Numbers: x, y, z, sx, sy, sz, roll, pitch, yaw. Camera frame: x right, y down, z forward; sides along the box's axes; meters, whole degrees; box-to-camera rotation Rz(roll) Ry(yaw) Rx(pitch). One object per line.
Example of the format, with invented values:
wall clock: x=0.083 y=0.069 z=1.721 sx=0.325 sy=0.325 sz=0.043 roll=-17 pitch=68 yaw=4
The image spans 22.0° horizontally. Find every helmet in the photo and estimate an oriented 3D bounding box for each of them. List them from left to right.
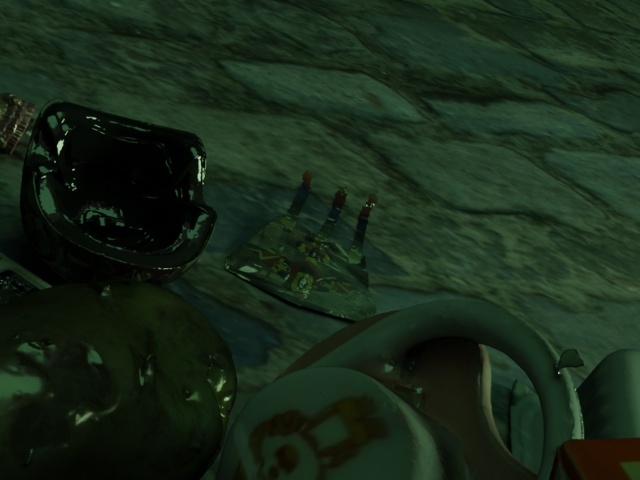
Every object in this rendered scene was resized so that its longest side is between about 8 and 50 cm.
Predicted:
helmet: x=-0.172 y=-0.019 z=1.310 sx=0.153 sy=0.107 sz=0.177 roll=15 pitch=46 yaw=-23

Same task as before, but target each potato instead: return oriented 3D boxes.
potato: x=-0.168 y=0.104 z=1.019 sx=0.262 sy=0.165 sz=0.165 roll=-6 pitch=38 yaw=-45

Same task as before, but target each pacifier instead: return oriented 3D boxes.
pacifier: x=0.046 y=0.187 z=0.987 sx=0.220 sy=0.273 sz=0.332 roll=-12 pitch=37 yaw=-10

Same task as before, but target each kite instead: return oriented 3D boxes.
kite: x=-0.001 y=0.001 z=1.507 sx=0.141 sy=0.015 sz=0.245 roll=24 pitch=29 yaw=-1

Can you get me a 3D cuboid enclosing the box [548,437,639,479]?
box: x=0.233 y=0.306 z=0.707 sx=0.257 sy=0.348 sz=0.318 roll=0 pitch=31 yaw=-17

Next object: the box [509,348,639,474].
box: x=0.286 y=0.198 z=1.271 sx=0.264 sy=0.106 sz=0.336 roll=22 pitch=27 yaw=-5

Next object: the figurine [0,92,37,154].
figurine: x=-0.296 y=-0.106 z=1.432 sx=0.129 sy=0.054 sz=0.072 roll=25 pitch=40 yaw=-14

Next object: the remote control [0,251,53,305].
remote control: x=-0.280 y=0.018 z=1.229 sx=0.190 sy=0.029 sz=0.087 roll=32 pitch=27 yaw=17
